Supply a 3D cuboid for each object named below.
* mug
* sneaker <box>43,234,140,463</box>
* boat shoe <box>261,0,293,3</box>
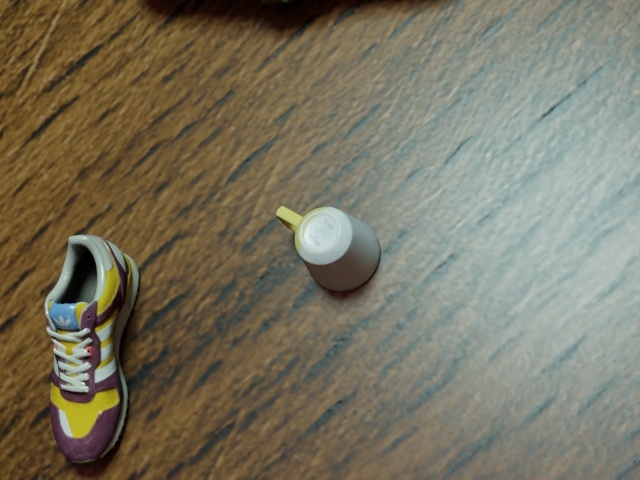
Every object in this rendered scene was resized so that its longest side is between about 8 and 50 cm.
[{"bbox_3d":[0.002,0.003,0.972,0.078,0.064,0.062,-3,73,18],"label":"mug"},{"bbox_3d":[-0.199,0.087,1.001,0.069,0.084,0.186,-4,71,17],"label":"sneaker"},{"bbox_3d":[-0.030,-0.257,1.056,0.307,0.110,0.104,12,103,16],"label":"boat shoe"}]
